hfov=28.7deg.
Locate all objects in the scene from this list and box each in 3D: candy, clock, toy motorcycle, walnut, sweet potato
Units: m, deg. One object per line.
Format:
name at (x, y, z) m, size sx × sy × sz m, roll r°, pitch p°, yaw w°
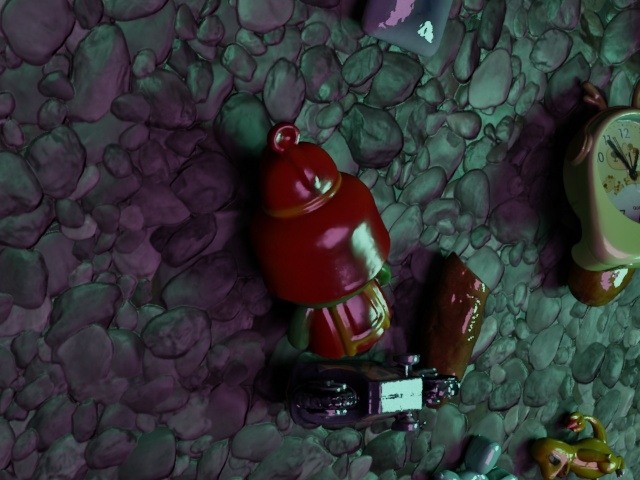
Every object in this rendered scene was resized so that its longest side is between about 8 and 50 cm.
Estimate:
candy at (0.128, -0.347, 1.698) m, size 0.138 × 0.071 × 0.174 m, roll 13°, pitch 96°, yaw -40°
clock at (0.495, -0.109, 2.010) m, size 0.235 × 0.096 × 0.308 m, roll -4°, pitch 80°, yaw -24°
toy motorcycle at (0.058, 0.212, 1.780) m, size 0.307 × 0.173 × 0.108 m, roll 1°, pitch 89°, yaw -45°
walnut at (0.482, 0.018, 2.093) m, size 0.116 × 0.116 × 0.207 m, roll 37°, pitch 73°, yaw -40°
sweet potato at (0.201, 0.142, 1.912) m, size 0.097 × 0.097 × 0.251 m, roll 2°, pitch 103°, yaw -39°

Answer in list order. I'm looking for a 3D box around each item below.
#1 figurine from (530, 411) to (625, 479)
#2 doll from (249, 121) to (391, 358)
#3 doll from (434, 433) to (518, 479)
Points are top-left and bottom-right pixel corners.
figurine at (0.446, 0.363, 2.201) m, size 0.176 × 0.121 × 0.122 m, roll 7°, pitch 73°, yaw -30°
doll at (0.000, 0.000, 1.659) m, size 0.182 × 0.160 × 0.363 m, roll -32°, pitch 123°, yaw -18°
doll at (0.245, 0.403, 2.063) m, size 0.158 × 0.059 × 0.159 m, roll -49°, pitch 130°, yaw -15°
